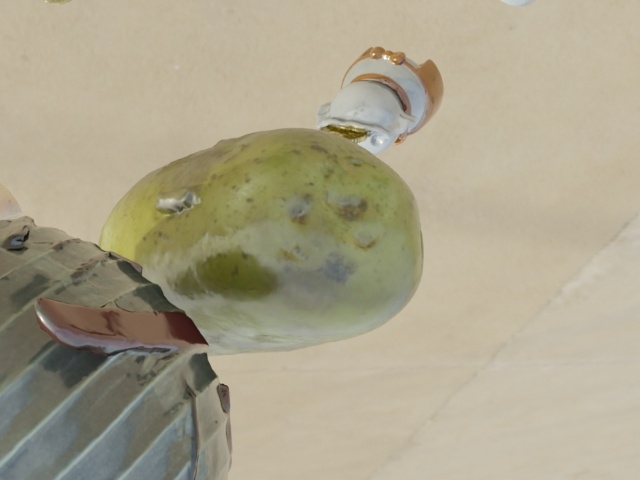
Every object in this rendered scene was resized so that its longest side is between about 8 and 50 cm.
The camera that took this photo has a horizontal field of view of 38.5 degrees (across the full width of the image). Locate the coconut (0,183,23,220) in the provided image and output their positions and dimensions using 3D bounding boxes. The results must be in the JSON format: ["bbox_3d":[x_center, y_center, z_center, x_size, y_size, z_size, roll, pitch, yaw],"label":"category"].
[{"bbox_3d":[-0.459,-0.025,1.219,0.116,0.116,0.122,-15,-170,15],"label":"coconut"}]

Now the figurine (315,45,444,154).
[{"bbox_3d":[0.078,-0.189,1.232,0.143,0.143,0.271,-25,-178,30],"label":"figurine"}]

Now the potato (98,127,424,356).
[{"bbox_3d":[-0.046,0.005,0.616,0.197,0.148,0.228,-13,175,-22],"label":"potato"}]

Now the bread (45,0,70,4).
[{"bbox_3d":[-0.322,-0.356,1.154,0.090,0.094,0.035,-6,-174,41],"label":"bread"}]

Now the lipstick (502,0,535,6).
[{"bbox_3d":[0.185,-0.219,0.506,0.059,0.059,0.264,9,157,-27],"label":"lipstick"}]

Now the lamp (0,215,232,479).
[{"bbox_3d":[-0.155,0.102,0.409,0.233,0.233,0.265,2,165,-16],"label":"lamp"}]
